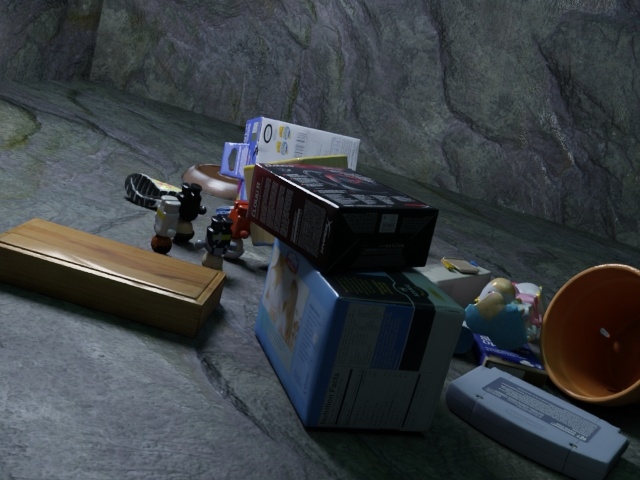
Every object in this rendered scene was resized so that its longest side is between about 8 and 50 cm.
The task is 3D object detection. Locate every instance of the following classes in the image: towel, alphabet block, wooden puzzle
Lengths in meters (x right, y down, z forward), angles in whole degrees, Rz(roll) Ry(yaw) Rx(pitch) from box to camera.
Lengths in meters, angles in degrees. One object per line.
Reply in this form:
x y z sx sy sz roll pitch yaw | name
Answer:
-0.128 -0.083 2.136 0.284 0.034 0.209 -2 -1 43 | towel
-0.051 -0.097 1.863 0.193 0.197 0.192 -3 6 37 | alphabet block
0.346 0.062 1.911 0.116 0.014 0.078 7 20 -26 | wooden puzzle

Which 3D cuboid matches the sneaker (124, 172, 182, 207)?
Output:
-0.437 -0.123 2.110 0.208 0.082 0.094 25 10 9 | sneaker

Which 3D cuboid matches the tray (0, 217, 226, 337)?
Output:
-0.404 0.062 1.479 0.410 0.076 0.203 17 16 2 | tray

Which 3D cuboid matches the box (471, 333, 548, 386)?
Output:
0.400 0.243 1.701 0.136 0.037 0.225 14 14 -5 | box

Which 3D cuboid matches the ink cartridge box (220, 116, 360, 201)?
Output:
-0.098 -0.216 2.349 0.395 0.270 0.151 9 -1 -25 | ink cartridge box

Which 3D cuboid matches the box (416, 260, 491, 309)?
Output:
0.306 0.121 1.897 0.094 0.113 0.275 25 17 35 | box

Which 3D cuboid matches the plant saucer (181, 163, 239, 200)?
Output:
-0.299 -0.194 2.532 0.310 0.050 0.311 15 16 -4 | plant saucer

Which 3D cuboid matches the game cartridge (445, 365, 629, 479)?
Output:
0.380 0.321 1.374 0.297 0.062 0.198 25 22 31 | game cartridge

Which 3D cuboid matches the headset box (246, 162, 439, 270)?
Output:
0.024 -0.051 1.348 0.218 0.110 0.293 -1 21 -37 | headset box

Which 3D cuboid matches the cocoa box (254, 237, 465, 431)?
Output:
0.048 0.141 1.337 0.227 0.232 0.347 7 17 -22 | cocoa box

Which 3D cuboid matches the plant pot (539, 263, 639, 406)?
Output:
0.640 0.217 1.617 0.203 0.291 0.291 24 8 -34 | plant pot

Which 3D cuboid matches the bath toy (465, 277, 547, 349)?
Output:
0.426 0.154 1.752 0.128 0.152 0.348 -12 -2 24 | bath toy

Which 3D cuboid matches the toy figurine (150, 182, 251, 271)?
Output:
-0.278 -0.023 1.791 0.212 0.148 0.209 19 21 6 | toy figurine

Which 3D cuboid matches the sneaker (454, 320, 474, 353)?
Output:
0.219 0.177 1.682 0.228 0.088 0.092 24 9 3 | sneaker
